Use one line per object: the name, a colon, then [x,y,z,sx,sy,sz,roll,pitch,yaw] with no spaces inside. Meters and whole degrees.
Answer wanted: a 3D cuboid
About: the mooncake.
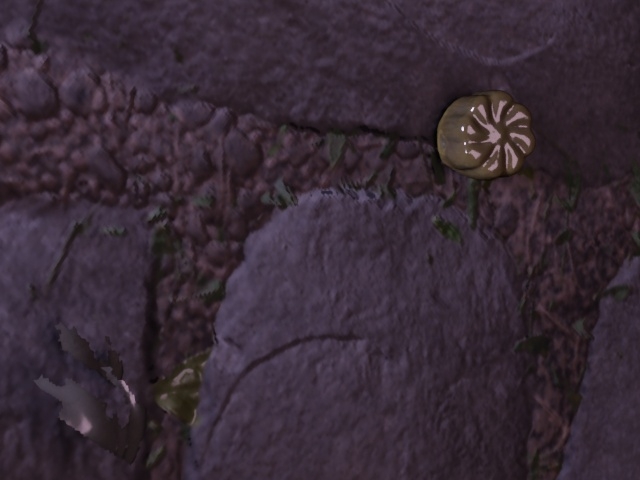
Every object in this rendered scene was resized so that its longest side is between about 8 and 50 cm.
mooncake: [-0.008,0.003,0.746,0.150,0.057,0.346,46,57,-15]
